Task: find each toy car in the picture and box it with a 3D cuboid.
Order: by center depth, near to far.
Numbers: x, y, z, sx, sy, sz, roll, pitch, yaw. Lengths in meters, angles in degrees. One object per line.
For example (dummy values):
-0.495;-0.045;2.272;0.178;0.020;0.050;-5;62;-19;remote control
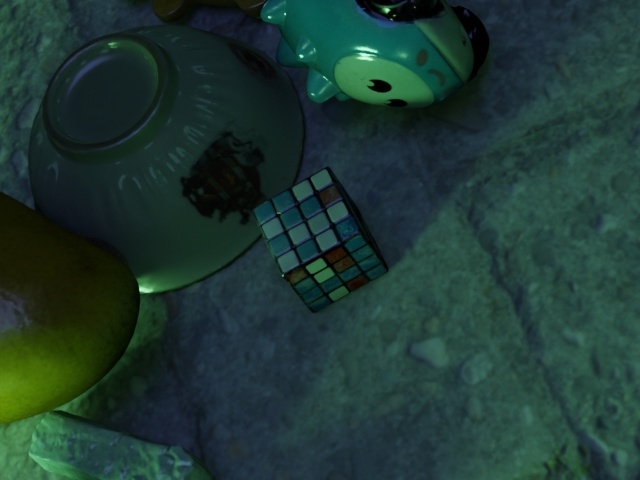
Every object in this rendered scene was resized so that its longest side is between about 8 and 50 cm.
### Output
0.041;-0.231;1.457;0.190;0.188;0.255;-43;59;6;toy car

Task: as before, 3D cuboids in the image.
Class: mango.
-0.362;0.067;1.440;0.378;0.221;0.264;10;51;24;mango

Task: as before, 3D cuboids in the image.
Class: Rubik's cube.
0.000;0.000;1.404;0.092;0.092;0.092;-30;56;5;Rubik's cube

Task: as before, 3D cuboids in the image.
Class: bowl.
-0.199;-0.122;1.514;0.337;0.157;0.337;-9;62;18;bowl

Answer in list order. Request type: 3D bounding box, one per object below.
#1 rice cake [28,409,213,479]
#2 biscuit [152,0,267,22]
-0.200;0.219;1.385;0.206;0.069;0.063;13;69;26;rice cake
-0.148;-0.326;1.673;0.240;0.035;0.158;5;64;24;biscuit
